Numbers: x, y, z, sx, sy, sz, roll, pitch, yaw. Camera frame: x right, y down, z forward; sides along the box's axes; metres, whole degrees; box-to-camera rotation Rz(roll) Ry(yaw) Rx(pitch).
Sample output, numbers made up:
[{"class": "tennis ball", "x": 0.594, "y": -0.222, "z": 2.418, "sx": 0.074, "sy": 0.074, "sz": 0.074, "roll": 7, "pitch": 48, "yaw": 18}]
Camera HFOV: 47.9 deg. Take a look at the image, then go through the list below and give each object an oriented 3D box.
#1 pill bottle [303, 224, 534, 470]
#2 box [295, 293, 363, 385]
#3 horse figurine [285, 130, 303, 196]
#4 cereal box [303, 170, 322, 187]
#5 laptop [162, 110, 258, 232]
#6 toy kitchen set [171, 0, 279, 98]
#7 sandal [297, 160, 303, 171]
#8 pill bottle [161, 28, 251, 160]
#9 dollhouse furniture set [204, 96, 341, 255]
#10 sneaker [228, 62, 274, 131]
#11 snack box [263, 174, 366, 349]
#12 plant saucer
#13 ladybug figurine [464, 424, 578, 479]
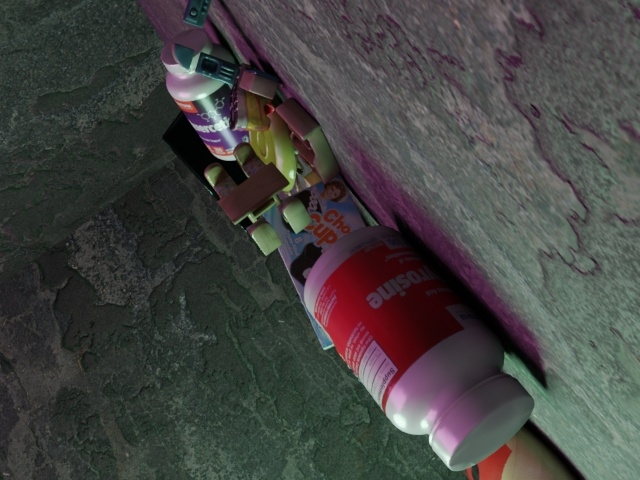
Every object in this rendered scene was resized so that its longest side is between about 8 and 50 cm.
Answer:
[{"class": "pill bottle", "x": 0.163, "y": 0.178, "z": 1.245, "sx": 0.408, "sy": 0.229, "sz": 0.229, "roll": 50, "pitch": 175, "yaw": 36}, {"class": "box", "x": 0.134, "y": 0.212, "z": 1.794, "sx": 0.313, "sy": 0.179, "sz": 0.343, "roll": 55, "pitch": 165, "yaw": -8}, {"class": "horse figurine", "x": -0.078, "y": -0.193, "z": 1.774, "sx": 0.263, "sy": 0.066, "sz": 0.175, "roll": -108, "pitch": 6, "yaw": -78}, {"class": "cereal box", "x": 0.040, "y": -0.063, "z": 1.831, "sx": 0.173, "sy": 0.047, "sz": 0.240, "roll": 53, "pitch": 175, "yaw": 21}, {"class": "laptop", "x": -0.294, "y": -0.295, "z": 2.122, "sx": 0.382, "sy": 0.236, "sz": 0.408, "roll": 50, "pitch": 178, "yaw": -33}, {"class": "toy kitchen set", "x": -0.174, "y": -0.394, "z": 1.422, "sx": 0.207, "sy": 0.166, "sz": 0.122, "roll": 16, "pitch": -169, "yaw": -21}, {"class": "sandal", "x": -0.114, "y": -0.249, "z": 1.985, "sx": 0.180, "sy": 0.049, "sz": 0.072, "roll": 55, "pitch": 175, "yaw": -16}, {"class": "pill bottle", "x": -0.266, "y": -0.364, "z": 1.814, "sx": 0.181, "sy": 0.181, "sz": 0.323, "roll": 49, "pitch": 174, "yaw": 42}, {"class": "dollhouse furniture set", "x": -0.101, "y": -0.139, "z": 1.444, "sx": 0.212, "sy": 0.242, "sz": 0.161, "roll": 50, "pitch": 174, "yaw": 36}, {"class": "sneaker", "x": -0.147, "y": -0.303, "z": 1.566, "sx": 0.081, "sy": 0.094, "sz": 0.209, "roll": 118, "pitch": 157, "yaw": -46}, {"class": "snack box", "x": 0.025, "y": 0.042, "z": 1.502, "sx": 0.060, "sy": 0.187, "sz": 0.322, "roll": 72, "pitch": 173, "yaw": -78}, {"class": "plant saucer", "x": -0.120, "y": -0.226, "z": 1.664, "sx": 0.241, "sy": 0.037, "sz": 0.241, "roll": 164, "pitch": 90, "yaw": -70}, {"class": "ladybug figurine", "x": 0.428, "y": 0.521, "z": 1.573, "sx": 0.305, "sy": 0.161, "sz": 0.449, "roll": 53, "pitch": 176, "yaw": -3}]
